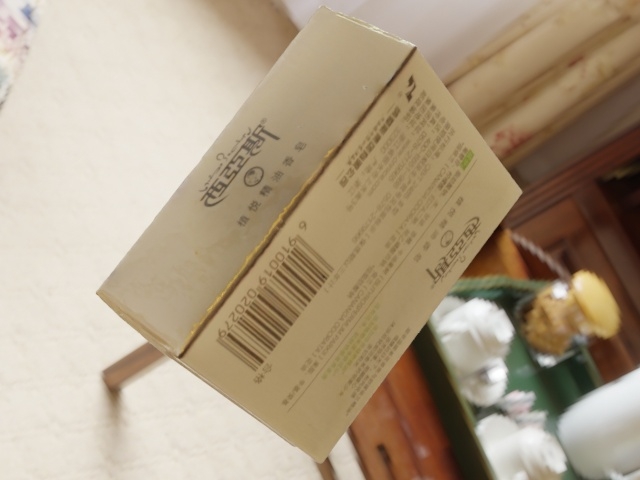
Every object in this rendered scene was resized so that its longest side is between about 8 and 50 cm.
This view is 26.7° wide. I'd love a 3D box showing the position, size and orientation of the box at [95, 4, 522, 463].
[{"bbox_3d":[0.000,0.000,0.952,0.111,0.260,0.194,29,-12,41],"label":"box"}]
